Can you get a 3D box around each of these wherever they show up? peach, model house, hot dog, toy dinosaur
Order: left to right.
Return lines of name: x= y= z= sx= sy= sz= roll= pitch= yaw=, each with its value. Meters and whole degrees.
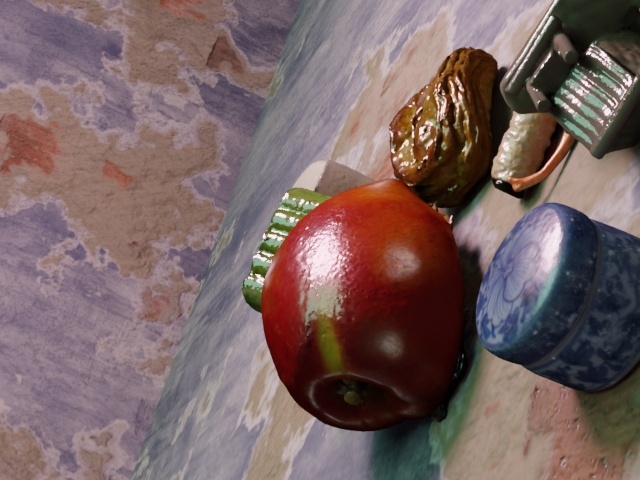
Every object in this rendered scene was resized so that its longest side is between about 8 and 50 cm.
peach: x=0.038 y=0.058 z=1.283 sx=0.257 sy=0.201 sz=0.361 roll=129 pitch=149 yaw=-50
hot dog: x=0.172 y=-0.170 z=1.444 sx=0.175 sy=0.114 sz=0.259 roll=-54 pitch=18 yaw=42
toy dinosaur: x=0.281 y=-0.185 z=1.161 sx=0.279 sy=0.101 sz=0.055 roll=-55 pitch=-27 yaw=17
model house: x=0.288 y=-0.182 z=1.016 sx=0.229 sy=0.122 sz=0.188 roll=-56 pitch=18 yaw=23

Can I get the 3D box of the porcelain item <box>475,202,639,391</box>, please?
porcelain item: x=0.213 y=0.048 z=0.916 sx=0.147 sy=0.114 sz=0.147 roll=-60 pitch=14 yaw=25

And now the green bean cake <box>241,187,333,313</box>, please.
green bean cake: x=0.001 y=0.047 z=1.507 sx=0.113 sy=0.214 sz=0.200 roll=14 pitch=77 yaw=35

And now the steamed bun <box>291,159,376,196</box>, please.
steamed bun: x=0.000 y=0.000 z=1.719 sx=0.164 sy=0.146 sz=0.241 roll=-33 pitch=36 yaw=60

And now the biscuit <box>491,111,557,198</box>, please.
biscuit: x=0.257 y=-0.154 z=1.225 sx=0.061 sy=0.055 sz=0.219 roll=173 pitch=121 yaw=-86
